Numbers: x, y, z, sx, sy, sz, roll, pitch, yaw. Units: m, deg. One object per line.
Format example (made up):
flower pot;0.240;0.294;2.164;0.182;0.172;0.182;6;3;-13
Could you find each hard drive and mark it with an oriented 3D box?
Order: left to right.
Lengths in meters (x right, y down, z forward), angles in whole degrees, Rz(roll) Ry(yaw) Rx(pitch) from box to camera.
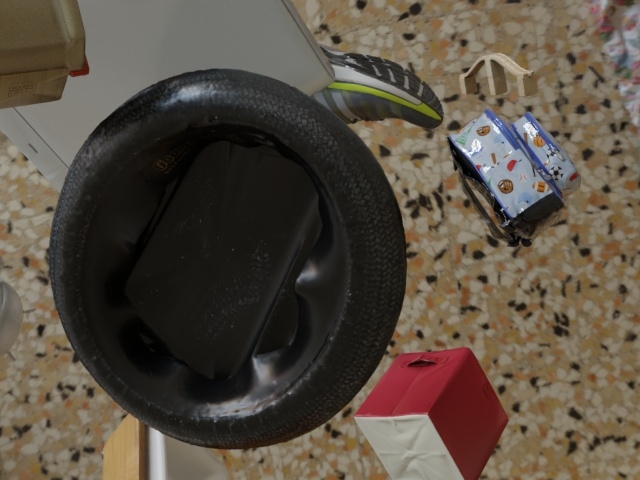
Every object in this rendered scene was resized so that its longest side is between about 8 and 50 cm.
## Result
hard drive;-0.194;-0.187;0.798;0.353;0.047;0.233;-27;118;17

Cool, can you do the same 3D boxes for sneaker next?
sneaker;0.028;-0.203;1.033;0.300;0.111;0.121;15;121;3

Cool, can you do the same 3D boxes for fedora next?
fedora;-0.070;0.014;0.636;0.334;0.152;0.333;5;107;18

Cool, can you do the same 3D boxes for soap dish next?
soap dish;-0.219;0.415;1.040;0.118;0.290;0.229;-26;129;8

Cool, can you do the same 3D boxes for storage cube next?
storage cube;0.217;0.345;1.383;0.184;0.193;0.215;-15;110;43

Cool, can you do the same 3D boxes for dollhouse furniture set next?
dollhouse furniture set;-0.264;-0.245;0.550;0.262;0.135;0.259;-15;88;-27

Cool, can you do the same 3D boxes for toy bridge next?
toy bridge;0.276;-0.261;1.132;0.026;0.188;0.063;-18;107;-16

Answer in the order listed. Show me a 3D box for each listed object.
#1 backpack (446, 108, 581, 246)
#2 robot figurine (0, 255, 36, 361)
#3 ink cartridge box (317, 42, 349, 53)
backpack;0.382;-0.141;1.441;0.213;0.276;0.263;-42;74;6
robot figurine;-0.792;0.150;1.528;0.353;0.200;0.299;29;88;-39
ink cartridge box;0.030;-0.352;1.452;0.207;0.097;0.046;3;96;-47
